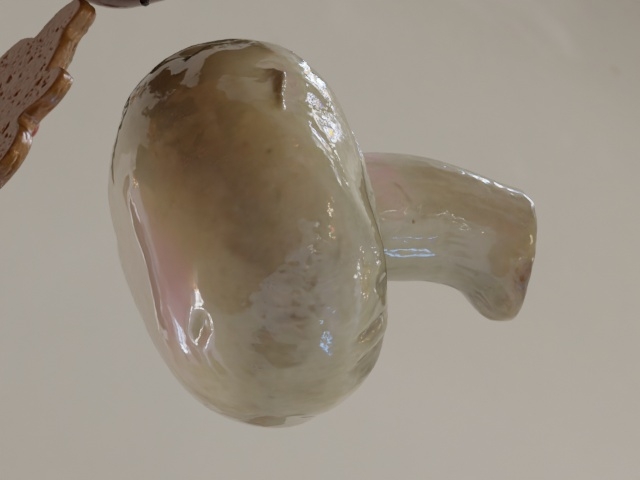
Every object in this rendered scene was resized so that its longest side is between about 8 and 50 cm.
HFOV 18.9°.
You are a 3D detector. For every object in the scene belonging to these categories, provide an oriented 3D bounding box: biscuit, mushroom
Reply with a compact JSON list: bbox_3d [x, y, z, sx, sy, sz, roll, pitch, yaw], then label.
[{"bbox_3d":[-0.295,-0.127,1.897,0.165,0.036,0.250,-32,-149,32],"label":"biscuit"},{"bbox_3d":[-0.032,0.017,1.542,0.315,0.356,0.315,-39,-157,20],"label":"mushroom"}]

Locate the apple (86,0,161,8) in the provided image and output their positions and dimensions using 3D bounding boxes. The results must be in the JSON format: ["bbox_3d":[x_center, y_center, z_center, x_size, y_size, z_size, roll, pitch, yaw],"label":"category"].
[{"bbox_3d":[-0.196,-0.350,1.997,0.234,0.234,0.234,-28,-131,39],"label":"apple"}]
